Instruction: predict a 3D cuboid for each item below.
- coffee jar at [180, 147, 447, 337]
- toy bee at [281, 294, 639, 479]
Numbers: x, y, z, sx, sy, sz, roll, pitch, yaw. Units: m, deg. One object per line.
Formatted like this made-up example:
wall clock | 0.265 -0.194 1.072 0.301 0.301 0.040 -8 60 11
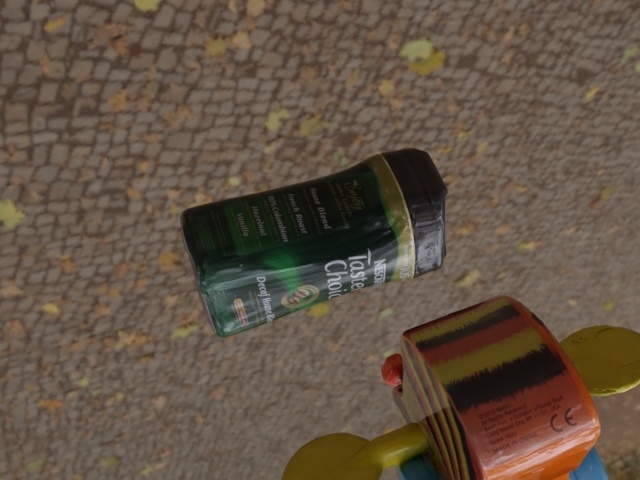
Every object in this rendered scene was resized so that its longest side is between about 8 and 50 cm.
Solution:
coffee jar | 0.000 0.000 0.667 0.185 0.079 0.096 -17 143 -6
toy bee | 0.069 0.109 0.519 0.195 0.162 0.298 -9 140 -23
